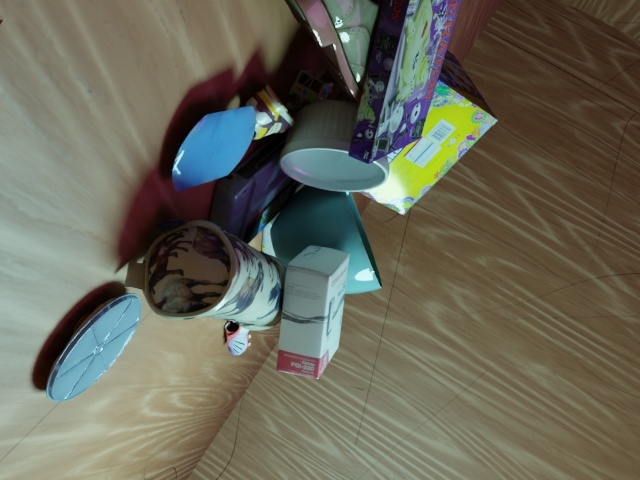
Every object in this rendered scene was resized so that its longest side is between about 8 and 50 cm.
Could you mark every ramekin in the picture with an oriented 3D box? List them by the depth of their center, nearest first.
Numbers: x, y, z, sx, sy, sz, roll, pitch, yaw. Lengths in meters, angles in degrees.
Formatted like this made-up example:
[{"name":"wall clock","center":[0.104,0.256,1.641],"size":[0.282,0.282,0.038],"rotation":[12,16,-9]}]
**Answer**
[{"name":"ramekin","center":[0.030,-0.179,1.163],"size":[0.207,0.207,0.109],"rotation":[90,8,-74]}]

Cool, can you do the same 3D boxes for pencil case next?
[{"name":"pencil case","center":[-0.167,0.076,1.112],"size":[0.410,0.184,0.160],"rotation":[39,62,-73]}]

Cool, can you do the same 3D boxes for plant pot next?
[{"name":"plant pot","center":[0.000,0.000,1.389],"size":[0.195,0.290,0.290],"rotation":[-19,174,7]}]

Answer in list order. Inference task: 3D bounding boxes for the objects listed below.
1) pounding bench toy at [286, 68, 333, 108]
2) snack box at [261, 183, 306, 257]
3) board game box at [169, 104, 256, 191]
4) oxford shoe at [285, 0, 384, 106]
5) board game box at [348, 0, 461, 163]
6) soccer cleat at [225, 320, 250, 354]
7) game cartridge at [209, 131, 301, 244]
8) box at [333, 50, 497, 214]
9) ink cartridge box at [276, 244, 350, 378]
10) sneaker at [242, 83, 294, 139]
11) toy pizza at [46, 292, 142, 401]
[{"name":"pounding bench toy","center":[-0.021,-0.278,1.187],"size":[0.083,0.065,0.052],"rotation":[-61,171,21]},{"name":"snack box","center":[-0.080,-0.049,1.641],"size":[0.174,0.070,0.207],"rotation":[-53,169,-26]},{"name":"board game box","center":[-0.165,-0.146,0.915],"size":[0.169,0.033,0.133],"rotation":[-30,153,-52]},{"name":"oxford shoe","center":[0.059,-0.316,0.956],"size":[0.130,0.123,0.348],"rotation":[-37,154,5]},{"name":"board game box","center":[0.148,-0.309,0.991],"size":[0.208,0.056,0.347],"rotation":[-37,146,-53]},{"name":"soccer cleat","center":[-0.252,0.271,1.835],"size":[0.095,0.083,0.248],"rotation":[-14,150,-33]},{"name":"game cartridge","center":[-0.111,-0.116,1.289],"size":[0.355,0.068,0.230],"rotation":[-50,164,-42]},{"name":"box","center":[0.179,-0.270,1.343],"size":[0.290,0.177,0.279],"rotation":[-48,-144,29]},{"name":"ink cartridge box","center":[-0.013,0.135,1.208],"size":[0.158,0.092,0.218],"rotation":[-42,139,-68]},{"name":"sneaker","center":[-0.099,-0.208,1.043],"size":[0.084,0.069,0.185],"rotation":[-36,176,3]},{"name":"toy pizza","center":[-0.358,0.163,0.967],"size":[0.201,0.032,0.201],"rotation":[-55,171,-13]}]
